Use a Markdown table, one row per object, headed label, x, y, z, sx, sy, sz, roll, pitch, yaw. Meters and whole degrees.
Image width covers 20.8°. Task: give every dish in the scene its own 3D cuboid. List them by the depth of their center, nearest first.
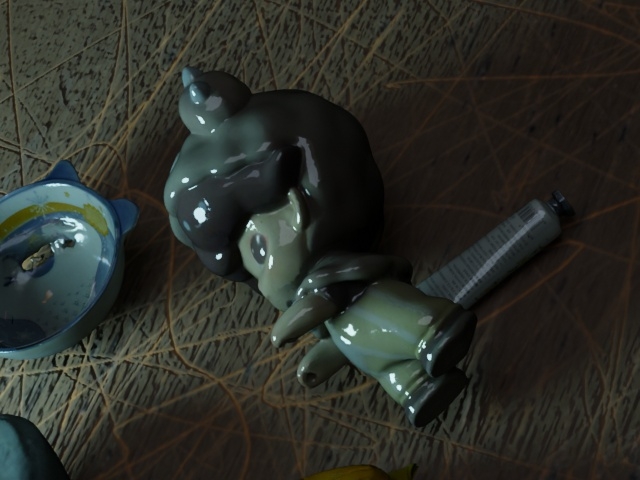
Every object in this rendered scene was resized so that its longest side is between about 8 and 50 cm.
| label | x | y | z | sx | sy | sz | roll | pitch | yaw |
| --- | --- | --- | --- | --- | --- | --- | --- | --- | --- |
| dish | -0.282 | 0.034 | 1.811 | 0.236 | 0.086 | 0.228 | -9 | 56 | 18 |

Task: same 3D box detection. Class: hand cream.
| label | x | y | z | sx | sy | sz | roll | pitch | yaw |
| --- | --- | --- | --- | --- | --- | --- | --- | --- | --- |
| hand cream | 0.159 | 0.023 | 1.671 | 0.194 | 0.042 | 0.067 | -38 | 54 | 4 |

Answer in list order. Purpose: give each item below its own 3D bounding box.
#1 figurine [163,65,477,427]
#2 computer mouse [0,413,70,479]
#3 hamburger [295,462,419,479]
| label | x | y | z | sx | sy | sz | roll | pitch | yaw |
| --- | --- | --- | --- | --- | --- | --- | --- | --- | --- |
| figurine | 0.000 | 0.001 | 1.641 | 0.203 | 0.248 | 0.380 | -37 | 61 | -8 |
| computer mouse | -0.282 | 0.330 | 1.590 | 0.188 | 0.122 | 0.371 | -37 | 40 | 26 |
| hamburger | 0.007 | 0.260 | 1.528 | 0.164 | 0.093 | 0.189 | -24 | 10 | -38 |
